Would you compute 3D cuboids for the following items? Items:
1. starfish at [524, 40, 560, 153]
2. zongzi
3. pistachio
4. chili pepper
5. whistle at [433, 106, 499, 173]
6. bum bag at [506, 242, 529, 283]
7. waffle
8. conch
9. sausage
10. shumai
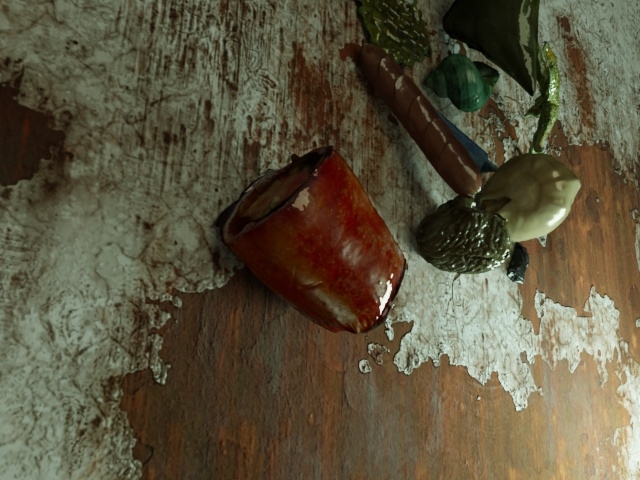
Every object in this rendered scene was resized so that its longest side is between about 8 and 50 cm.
[{"bbox_3d":[0.579,-0.365,1.618,0.358,0.078,0.346,-43,130,-72],"label":"starfish"},{"bbox_3d":[0.483,-0.562,1.477,0.160,0.322,0.360,-1,45,-29],"label":"zongzi"},{"bbox_3d":[0.484,-0.098,1.467,0.214,0.318,0.193,-11,83,-2],"label":"pistachio"},{"bbox_3d":[0.000,0.000,1.121,0.305,0.229,0.251,49,50,-31],"label":"chili pepper"},{"bbox_3d":[0.326,-0.247,1.520,0.304,0.062,0.062,32,61,-29],"label":"whistle"},{"bbox_3d":[0.514,0.060,1.607,0.058,0.034,0.124,40,56,-13],"label":"bum bag"},{"bbox_3d":[0.185,-0.521,1.481,0.204,0.054,0.223,-18,89,-40],"label":"waffle"},{"bbox_3d":[0.357,-0.399,1.547,0.188,0.122,0.175,13,51,-38],"label":"conch"},{"bbox_3d":[0.219,-0.274,1.379,0.088,0.088,0.433,-30,83,-39],"label":"sausage"},{"bbox_3d":[0.325,-0.025,1.401,0.175,0.206,0.166,-64,158,-60],"label":"shumai"}]
